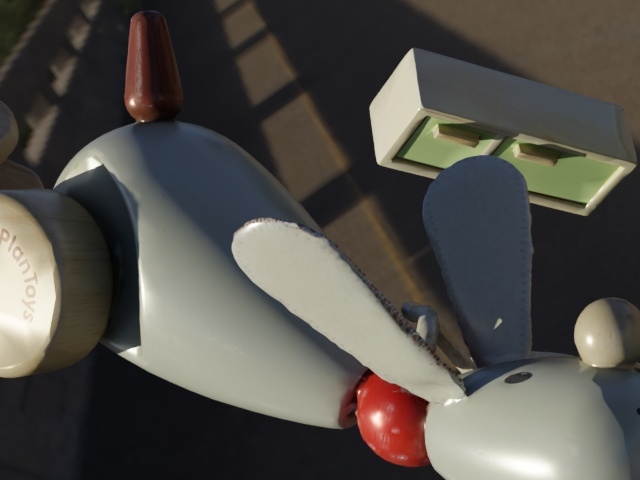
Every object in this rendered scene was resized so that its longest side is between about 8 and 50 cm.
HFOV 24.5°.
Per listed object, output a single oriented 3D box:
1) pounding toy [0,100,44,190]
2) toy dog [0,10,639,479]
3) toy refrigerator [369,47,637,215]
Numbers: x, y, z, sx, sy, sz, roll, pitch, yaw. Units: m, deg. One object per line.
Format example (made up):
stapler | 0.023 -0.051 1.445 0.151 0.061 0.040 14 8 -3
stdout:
pounding toy | -0.295 -0.073 0.862 0.269 0.155 0.154 34 64 30
toy dog | 0.000 0.000 0.624 0.333 0.161 0.220 11 15 13
toy refrigerator | 0.198 -0.110 1.587 0.102 0.269 0.094 -52 33 45
